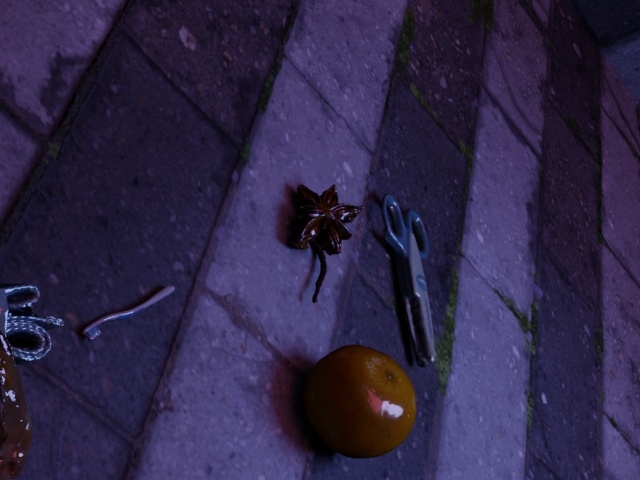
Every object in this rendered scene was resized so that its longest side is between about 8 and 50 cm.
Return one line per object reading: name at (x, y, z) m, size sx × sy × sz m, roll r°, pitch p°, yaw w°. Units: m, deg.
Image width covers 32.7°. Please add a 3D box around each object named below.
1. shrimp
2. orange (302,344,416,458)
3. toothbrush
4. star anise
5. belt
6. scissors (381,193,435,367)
shrimp at (-0.306, 0.146, 0.975) m, size 0.101 × 0.042 × 0.190 m, roll -12°, pitch 110°, yaw -41°
orange at (0.049, 0.214, 1.426) m, size 0.154 × 0.134 × 0.155 m, roll 31°, pitch 27°, yaw -18°
toothbrush at (-0.215, 0.078, 1.235) m, size 0.017 × 0.014 × 0.162 m, roll 51°, pitch 33°, yaw 4°
star anise at (0.000, 0.000, 1.547) m, size 0.097 × 0.070 × 0.191 m, roll 20°, pitch 50°, yaw -14°
belt at (-0.367, 0.060, 0.976) m, size 0.302 × 0.072 × 0.087 m, roll 16°, pitch 63°, yaw -51°
scissors at (0.145, 0.064, 1.725) m, size 0.138 × 0.041 × 0.289 m, roll 33°, pitch 44°, yaw -51°
